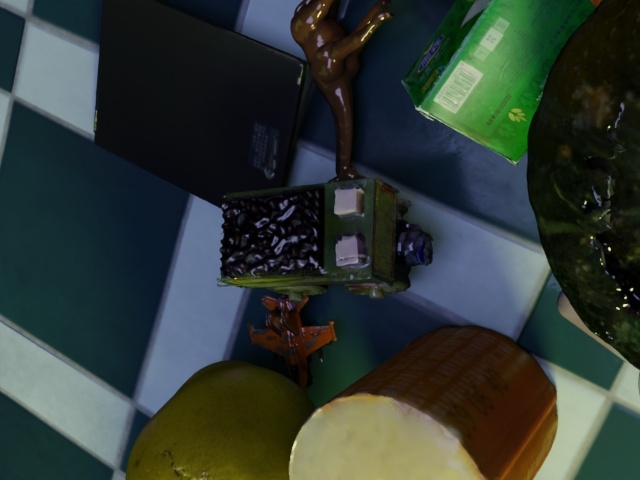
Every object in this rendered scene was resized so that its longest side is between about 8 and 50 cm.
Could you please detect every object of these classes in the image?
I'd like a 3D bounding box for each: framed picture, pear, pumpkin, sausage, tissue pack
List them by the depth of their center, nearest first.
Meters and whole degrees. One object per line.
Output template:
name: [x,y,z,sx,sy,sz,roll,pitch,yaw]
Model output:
pumpkin: [0.403,-0.065,0.763,0.455,0.344,0.454,10,112,27]
tissue pack: [0.206,-0.222,0.965,0.148,0.156,0.209,26,113,-18]
sausage: [0.126,0.237,0.997,0.233,0.287,0.233,5,100,27]
pear: [-0.098,0.286,1.100,0.285,0.336,0.284,6,127,8]
framed picture: [-0.180,-0.184,1.201,0.339,0.014,0.255,26,123,22]

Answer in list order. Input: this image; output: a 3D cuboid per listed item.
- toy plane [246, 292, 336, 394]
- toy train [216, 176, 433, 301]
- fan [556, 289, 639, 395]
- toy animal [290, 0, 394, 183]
toy plane: [-0.031,0.158,1.199,0.135,0.062,0.188,-7,110,28]
toy train: [0.000,0.000,1.065,0.261,0.177,0.134,-4,76,28]
fan: [0.373,0.123,0.969,0.244,0.074,0.130,36,114,18]
toy animal: [0.029,-0.202,1.091,0.224,0.066,0.229,51,130,17]
